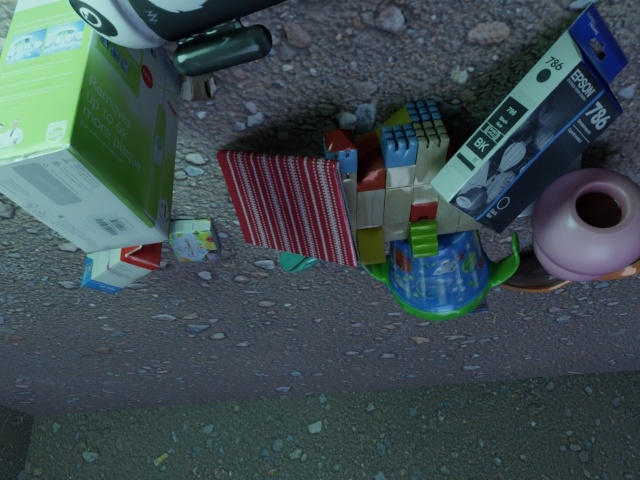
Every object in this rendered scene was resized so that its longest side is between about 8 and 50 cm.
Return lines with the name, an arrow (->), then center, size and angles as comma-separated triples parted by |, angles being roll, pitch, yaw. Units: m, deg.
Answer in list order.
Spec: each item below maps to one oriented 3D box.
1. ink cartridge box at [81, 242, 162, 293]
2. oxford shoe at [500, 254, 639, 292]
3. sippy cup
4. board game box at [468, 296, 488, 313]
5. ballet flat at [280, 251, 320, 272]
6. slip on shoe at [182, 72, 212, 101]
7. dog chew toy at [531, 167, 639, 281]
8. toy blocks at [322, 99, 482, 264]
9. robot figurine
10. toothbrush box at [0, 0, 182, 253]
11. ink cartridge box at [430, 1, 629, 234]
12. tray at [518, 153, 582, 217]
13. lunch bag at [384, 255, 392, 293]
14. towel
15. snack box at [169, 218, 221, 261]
ink cartridge box -> -0.398, 0.009, 1.103 | 0.231, 0.134, 0.078 | -25, 144, 35
oxford shoe -> 0.611, 0.035, 1.342 | 0.364, 0.130, 0.132 | -19, 116, 37
sippy cup -> 0.246, 0.018, 1.137 | 0.305, 0.240, 0.224 | -27, 141, -5
board game box -> 0.366, 0.107, 1.322 | 0.060, 0.194, 0.194 | -8, 151, 8
ballet flat -> 0.000, 0.000, 1.217 | 0.087, 0.083, 0.247 | -12, 163, -42
slip on shoe -> -0.173, -0.245, 0.751 | 0.041, 0.051, 0.135 | 9, 153, -12
dog chew toy -> 0.528, -0.008, 1.076 | 0.207, 0.206, 0.332 | -9, 159, 10
toy blocks -> 0.151, -0.120, 0.926 | 0.381, 0.190, 0.261 | -7, 142, -3
robot figurine -> -0.128, -0.299, 0.522 | 0.278, 0.209, 0.173 | -14, 162, 12
toothbrush box -> -0.277, -0.157, 0.657 | 0.122, 0.283, 0.206 | -10, 151, 9
ink cartridge box -> 0.336, -0.167, 0.808 | 0.165, 0.065, 0.332 | 22, 115, -39
tray -> 0.443, -0.131, 1.065 | 0.145, 0.030, 0.270 | -15, 150, 17
lunch bag -> 0.236, 0.087, 1.377 | 0.151, 0.096, 0.129 | 37, 139, -11
towel -> -0.060, -0.062, 0.920 | 0.275, 0.031, 0.198 | 12, 129, 37
snack box -> -0.287, 0.002, 1.207 | 0.100, 0.037, 0.141 | -2, 152, -1
